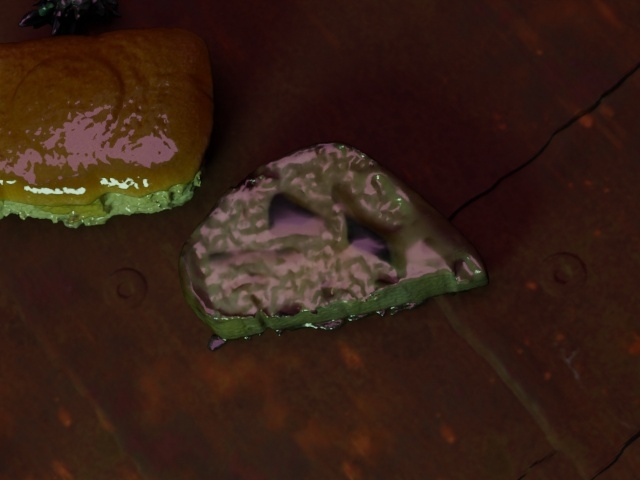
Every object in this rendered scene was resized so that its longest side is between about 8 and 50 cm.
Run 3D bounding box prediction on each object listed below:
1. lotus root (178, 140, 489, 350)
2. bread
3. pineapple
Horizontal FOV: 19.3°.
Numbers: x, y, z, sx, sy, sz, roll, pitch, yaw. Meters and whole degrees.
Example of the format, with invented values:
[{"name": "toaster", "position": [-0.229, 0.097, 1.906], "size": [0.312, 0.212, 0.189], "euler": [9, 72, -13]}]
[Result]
[{"name": "lotus root", "position": [0.000, 0.000, 1.653], "size": [0.261, 0.074, 0.170], "euler": [-18, 68, 3]}, {"name": "bread", "position": [-0.210, -0.103, 1.695], "size": [0.245, 0.121, 0.174], "euler": [-3, 74, 11]}, {"name": "pineapple", "position": [-0.281, -0.280, 1.776], "size": [0.221, 0.103, 0.083], "euler": [49, 120, 18]}]
